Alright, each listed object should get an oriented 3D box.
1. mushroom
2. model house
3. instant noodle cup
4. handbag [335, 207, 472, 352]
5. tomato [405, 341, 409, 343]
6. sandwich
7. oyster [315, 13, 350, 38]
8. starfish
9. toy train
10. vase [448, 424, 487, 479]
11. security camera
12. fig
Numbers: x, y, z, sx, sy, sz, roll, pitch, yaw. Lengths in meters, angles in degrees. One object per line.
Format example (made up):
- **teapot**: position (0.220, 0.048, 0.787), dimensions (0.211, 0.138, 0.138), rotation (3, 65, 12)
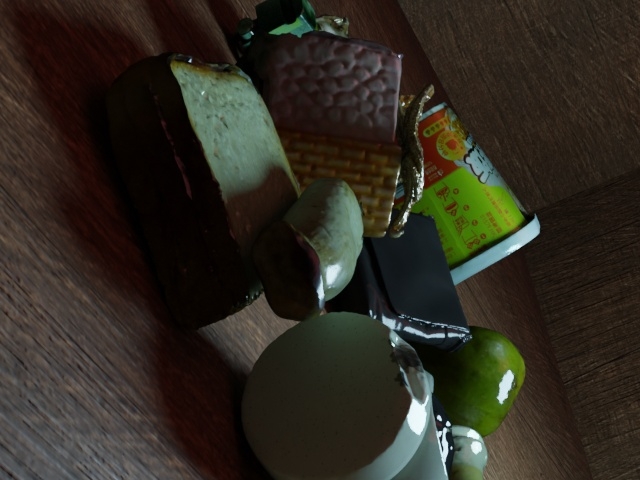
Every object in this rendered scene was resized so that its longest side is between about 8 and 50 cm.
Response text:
- **mushroom**: position (0.000, 0.000, 1.119), dimensions (0.312, 0.081, 0.100), rotation (-52, 131, -74)
- **model house**: position (-0.020, -0.118, 1.420), dimensions (0.237, 0.202, 0.237), rotation (144, -48, -70)
- **instant noodle cup**: position (0.235, -0.088, 2.100), dimensions (0.308, 0.294, 0.294), rotation (59, 15, -1)
- **handbag**: position (0.106, 0.051, 1.625), dimensions (0.223, 0.080, 0.247), rotation (16, 46, -36)
- **tomato**: position (0.186, 0.133, 1.854), dimensions (0.199, 0.112, 0.228), rotation (68, 12, 13)
- **sandwich**: position (-0.109, -0.060, 1.146), dimensions (0.271, 0.099, 0.301), rotation (68, 16, 1)
- **oyster**: position (-0.003, -0.365, 2.025), dimensions (0.166, 0.094, 0.294), rotation (51, 22, 13)
- **starfish**: position (0.107, -0.105, 1.384), dimensions (0.150, 0.053, 0.210), rotation (89, 9, -79)
- **toy train**: position (-0.042, -0.282, 1.643), dimensions (0.200, 0.132, 0.083), rotation (40, 31, -55)
- **vase**: position (0.200, 0.399, 1.414), dimensions (0.173, 0.173, 0.321), rotation (54, 15, -38)
- **security camera**: position (0.045, 0.206, 1.128), dimensions (0.236, 0.194, 0.195), rotation (57, 17, -48)
- **fig**: position (0.213, 0.213, 1.689), dimensions (0.191, 0.181, 0.181), rotation (23, 21, -1)
